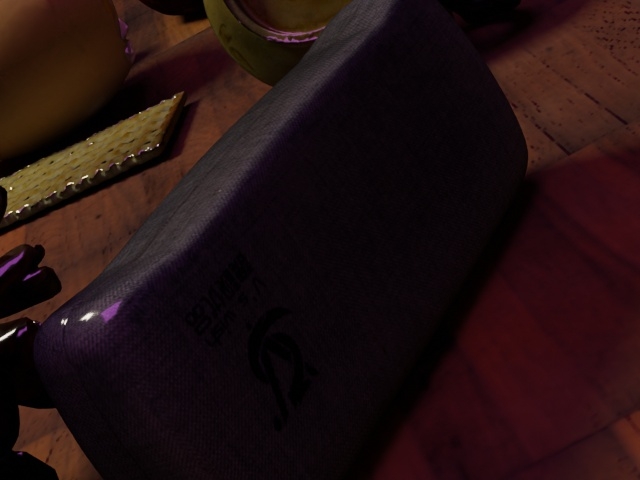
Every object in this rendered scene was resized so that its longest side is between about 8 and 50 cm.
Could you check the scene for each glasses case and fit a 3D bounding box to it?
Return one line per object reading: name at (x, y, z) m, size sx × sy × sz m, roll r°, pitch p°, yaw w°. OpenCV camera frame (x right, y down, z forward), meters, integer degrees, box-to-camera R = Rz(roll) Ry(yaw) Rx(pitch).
glasses case at (0.000, 0.000, 0.665) m, size 0.074 × 0.131 × 0.323 m, roll -23°, pitch 20°, yaw 40°

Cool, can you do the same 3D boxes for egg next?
egg at (-0.296, -0.174, 1.336) m, size 0.244 × 0.201 × 0.201 m, roll -39°, pitch 21°, yaw 6°

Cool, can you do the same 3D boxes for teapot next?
teapot at (0.020, -0.189, 1.064) m, size 0.269 × 0.173 × 0.182 m, roll 4°, pitch -1°, yaw 16°

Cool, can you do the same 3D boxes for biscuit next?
biscuit at (-0.221, -0.055, 1.220) m, size 0.231 × 0.016 × 0.139 m, roll -23°, pitch 21°, yaw 14°

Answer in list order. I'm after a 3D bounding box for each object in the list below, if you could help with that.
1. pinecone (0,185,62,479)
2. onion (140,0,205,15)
pinecone at (-0.242, 0.083, 0.620) m, size 0.296 × 0.242 × 0.298 m, roll -33°, pitch 42°, yaw -15°
onion at (-0.110, -0.416, 1.542) m, size 0.347 × 0.285 × 0.348 m, roll -36°, pitch 18°, yaw 13°
